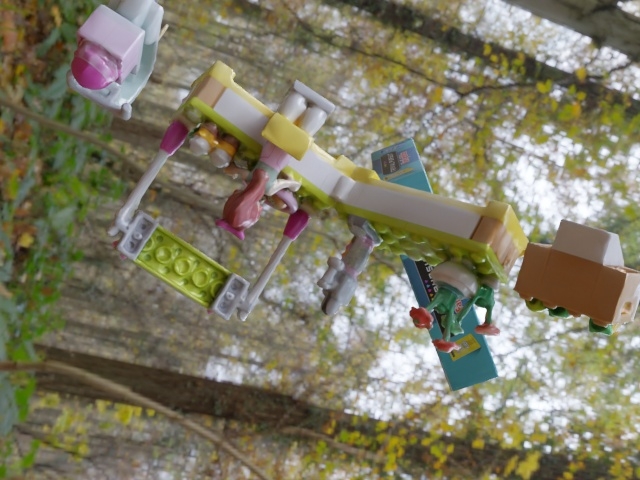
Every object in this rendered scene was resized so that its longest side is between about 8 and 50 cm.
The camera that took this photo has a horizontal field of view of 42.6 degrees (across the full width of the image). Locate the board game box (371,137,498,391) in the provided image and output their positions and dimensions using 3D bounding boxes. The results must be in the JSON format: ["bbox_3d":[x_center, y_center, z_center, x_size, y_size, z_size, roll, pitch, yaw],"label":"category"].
[{"bbox_3d":[0.172,0.028,1.289,0.254,0.079,0.336,-82,150,-73],"label":"board game box"}]

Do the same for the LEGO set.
[{"bbox_3d":[0.000,0.000,0.404,0.107,0.287,0.132,-59,176,-15],"label":"LEGO set"}]
